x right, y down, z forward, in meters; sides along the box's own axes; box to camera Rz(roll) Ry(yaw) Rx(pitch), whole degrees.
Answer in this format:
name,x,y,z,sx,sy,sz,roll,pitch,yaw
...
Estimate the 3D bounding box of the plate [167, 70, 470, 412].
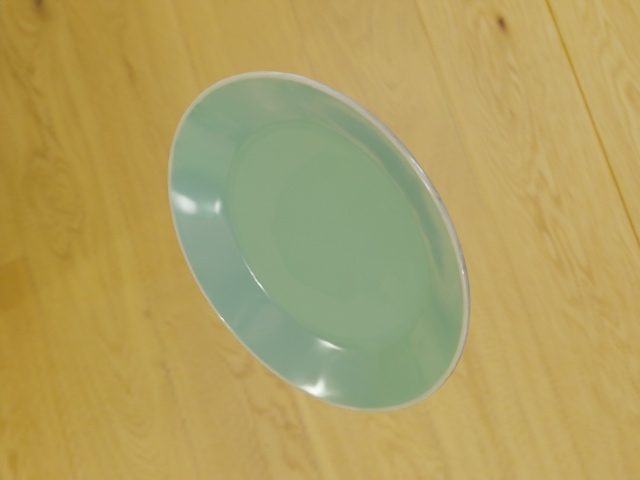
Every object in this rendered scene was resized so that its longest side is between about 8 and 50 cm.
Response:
name,x,y,z,sx,sy,sz,roll,pitch,yaw
plate,0.000,0.000,0.720,0.188,0.024,0.188,23,130,31
